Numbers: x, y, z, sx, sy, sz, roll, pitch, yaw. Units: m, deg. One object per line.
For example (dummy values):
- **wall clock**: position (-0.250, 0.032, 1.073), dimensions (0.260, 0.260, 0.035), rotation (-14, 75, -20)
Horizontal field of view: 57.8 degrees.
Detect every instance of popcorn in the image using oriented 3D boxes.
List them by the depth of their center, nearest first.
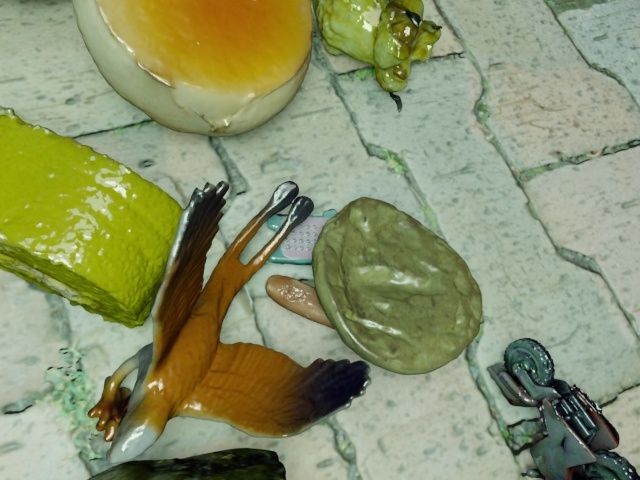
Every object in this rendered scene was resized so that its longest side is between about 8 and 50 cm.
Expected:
- **popcorn**: position (0.090, -0.316, 0.844), dimensions (0.195, 0.173, 0.168), rotation (46, 43, 17)

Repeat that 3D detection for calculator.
- **calculator**: position (0.000, 0.000, 0.754), dimensions (0.141, 0.019, 0.094), rotation (3, 64, -13)

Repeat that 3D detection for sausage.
- **sausage**: position (0.020, 0.087, 0.711), dimensions (0.186, 0.043, 0.043), rotation (22, 65, -5)

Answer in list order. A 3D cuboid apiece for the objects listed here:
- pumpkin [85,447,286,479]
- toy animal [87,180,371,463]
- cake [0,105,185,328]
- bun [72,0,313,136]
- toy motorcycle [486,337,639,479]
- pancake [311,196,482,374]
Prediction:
- **pumpkin**: position (-0.105, 0.318, 0.463), dimensions (0.225, 0.303, 0.256), rotation (-13, 110, -12)
- **toy animal**: position (-0.128, 0.075, 0.609), dimensions (0.302, 0.284, 0.225), rotation (-39, 109, 9)
- **cake**: position (-0.275, -0.025, 0.607), dimensions (0.260, 0.179, 0.156), rotation (25, 64, -4)
- **bun**: position (-0.159, -0.263, 0.740), dimensions (0.298, 0.165, 0.299), rotation (7, 74, -25)
- **toy motorcycle**: position (0.277, 0.225, 0.692), dimensions (0.082, 0.122, 0.213), rotation (-5, 54, -40)
- **pancake**: position (0.096, 0.054, 0.715), dimensions (0.241, 0.050, 0.242), rotation (13, 53, -17)
